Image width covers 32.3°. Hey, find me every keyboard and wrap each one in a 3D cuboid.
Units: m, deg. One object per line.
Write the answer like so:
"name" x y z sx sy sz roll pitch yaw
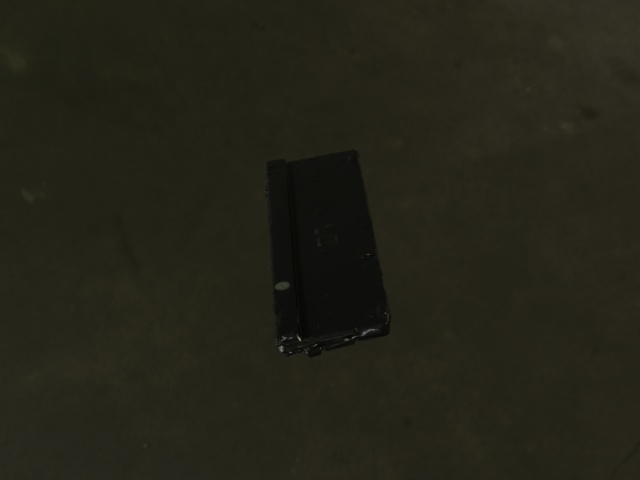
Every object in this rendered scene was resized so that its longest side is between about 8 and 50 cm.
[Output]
"keyboard" 0.000 0.000 0.605 0.060 0.018 0.195 -11 31 3
